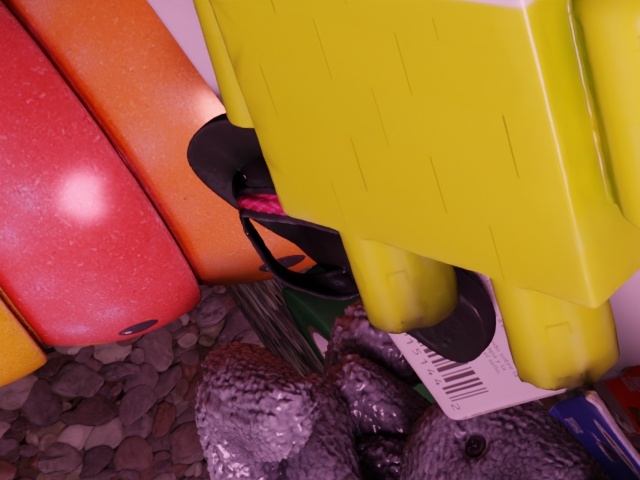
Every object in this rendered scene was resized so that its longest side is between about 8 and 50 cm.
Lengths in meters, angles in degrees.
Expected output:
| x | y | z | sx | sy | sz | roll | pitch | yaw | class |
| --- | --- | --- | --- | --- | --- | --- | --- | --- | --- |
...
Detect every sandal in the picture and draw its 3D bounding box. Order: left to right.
| x | y | z | sx | sy | sz | roll | pitch | yaw | class |
| --- | --- | --- | --- | --- | --- | --- | --- | --- | --- |
| 0.000 | 0.000 | 0.693 | 0.179 | 0.040 | 0.067 | 36 | 147 | 24 | sandal |

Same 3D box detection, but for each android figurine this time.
| x | y | z | sx | sy | sz | roll | pitch | yaw | class |
| --- | --- | --- | --- | --- | --- | --- | --- | --- | --- |
| 0.032 | -0.075 | 0.545 | 0.248 | 0.056 | 0.273 | 16 | 134 | 47 | android figurine |

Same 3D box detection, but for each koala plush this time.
| x | y | z | sx | sy | sz | roll | pitch | yaw | class |
| --- | --- | --- | --- | --- | --- | --- | --- | --- | --- |
| 0.075 | 0.143 | 0.852 | 0.221 | 0.196 | 0.203 | -1 | 101 | 39 | koala plush |

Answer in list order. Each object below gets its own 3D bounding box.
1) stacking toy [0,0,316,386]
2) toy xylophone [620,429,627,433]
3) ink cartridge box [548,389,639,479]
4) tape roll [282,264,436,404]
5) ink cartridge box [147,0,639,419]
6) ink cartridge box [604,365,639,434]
| x | y | z | sx | sy | sz | roll | pitch | yaw | class |
| --- | --- | --- | --- | --- | --- | --- | --- | --- | --- |
| -0.217 | -0.020 | 0.948 | 0.350 | 0.480 | 0.350 | 52 | 173 | 9 | stacking toy |
| 0.133 | 0.247 | 1.044 | 0.081 | 0.236 | 0.322 | 13 | 164 | 6 | toy xylophone |
| 0.163 | 0.163 | 0.634 | 0.224 | 0.045 | 0.223 | 49 | 180 | 10 | ink cartridge box |
| 0.089 | 0.152 | 1.407 | 0.321 | 0.077 | 0.321 | 52 | 173 | 9 | tape roll |
| 0.057 | -0.072 | 0.644 | 0.296 | 0.066 | 0.261 | 54 | 149 | -6 | ink cartridge box |
| 0.133 | 0.054 | 0.827 | 0.179 | 0.045 | 0.145 | 56 | 173 | 1 | ink cartridge box |
